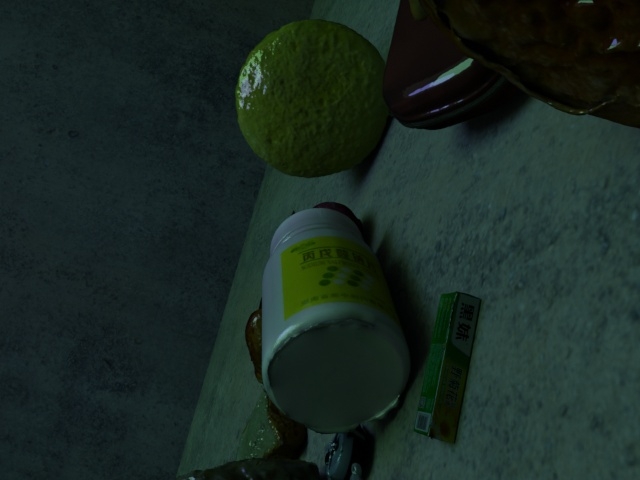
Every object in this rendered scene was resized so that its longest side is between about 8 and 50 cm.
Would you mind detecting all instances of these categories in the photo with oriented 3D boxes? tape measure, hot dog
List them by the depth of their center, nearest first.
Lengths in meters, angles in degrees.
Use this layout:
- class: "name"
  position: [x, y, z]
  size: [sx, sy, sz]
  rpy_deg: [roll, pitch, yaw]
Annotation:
- class: "tape measure"
  position: [0.040, 0.326, 0.923]
  size: [0.094, 0.054, 0.091]
  rpy_deg: [-94, 26, -78]
- class: "hot dog"
  position: [-0.105, 0.199, 1.217]
  size: [0.270, 0.081, 0.163]
  rpy_deg: [96, -179, -50]

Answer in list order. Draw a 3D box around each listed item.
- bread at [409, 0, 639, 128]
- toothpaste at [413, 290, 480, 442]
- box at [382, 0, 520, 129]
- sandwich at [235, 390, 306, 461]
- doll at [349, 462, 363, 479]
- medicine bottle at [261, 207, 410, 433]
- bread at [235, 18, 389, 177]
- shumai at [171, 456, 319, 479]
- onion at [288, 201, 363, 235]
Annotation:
- class: "bread"
  position: [0.208, -0.234, 0.396]
  size: [0.204, 0.336, 0.358]
  rpy_deg: [-64, -14, -11]
- class: "toothpaste"
  position: [0.156, 0.153, 0.736]
  size: [0.043, 0.037, 0.179]
  rpy_deg: [143, 143, -72]
- class: "box"
  position: [0.219, -0.356, 0.889]
  size: [0.263, 0.108, 0.404]
  rpy_deg: [-9, 63, 54]
- class: "sandwich"
  position: [-0.117, 0.442, 1.313]
  size: [0.226, 0.087, 0.251]
  rpy_deg: [-97, 29, -62]
- class: "doll"
  position: [0.059, 0.386, 0.731]
  size: [0.102, 0.075, 0.228]
  rpy_deg: [108, 160, -45]
- class: "medicine bottle"
  position: [0.010, 0.107, 0.985]
  size: [0.379, 0.213, 0.214]
  rpy_deg: [-102, 33, -62]
- class: "bread"
  position: [-0.021, -0.331, 1.414]
  size: [0.308, 0.348, 0.348]
  rpy_deg: [-107, 38, -75]
- class: "shumai"
  position: [-0.122, 0.528, 0.973]
  size: [0.329, 0.292, 0.289]
  rpy_deg: [-27, 55, 18]
- class: "onion"
  position: [0.010, 0.004, 1.245]
  size: [0.177, 0.153, 0.177]
  rpy_deg: [-169, 90, -73]
